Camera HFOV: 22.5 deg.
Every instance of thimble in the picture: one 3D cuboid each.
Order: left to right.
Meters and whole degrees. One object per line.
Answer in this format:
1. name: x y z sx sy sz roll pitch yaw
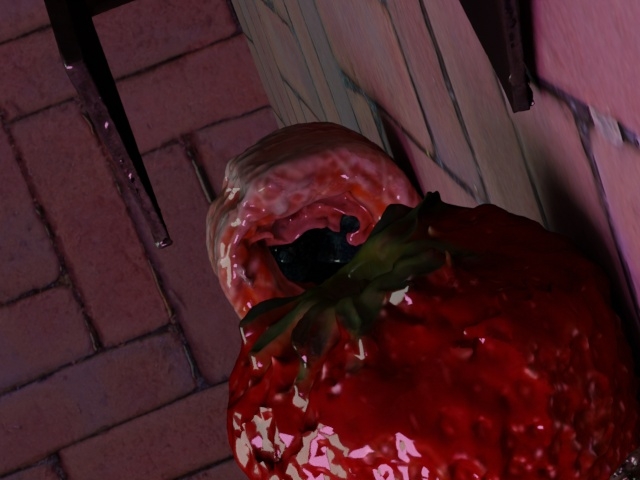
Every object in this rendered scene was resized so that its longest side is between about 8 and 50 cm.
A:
1. thimble: 0.000 0.000 1.654 0.162 0.239 0.239 -119 9 -67

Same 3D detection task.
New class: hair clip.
1. hair clip: -0.005 0.020 1.922 0.310 0.206 0.194 -123 12 -73

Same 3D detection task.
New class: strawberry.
1. strawberry: 0.093 0.122 1.002 0.277 0.257 0.257 54 -179 -16

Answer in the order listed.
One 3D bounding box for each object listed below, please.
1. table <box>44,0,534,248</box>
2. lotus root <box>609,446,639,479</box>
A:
1. table: -0.045 -0.191 0.946 0.196 0.250 0.282 75 175 -57
2. lotus root: 0.193 0.195 0.773 0.120 0.120 0.209 75 175 -60
